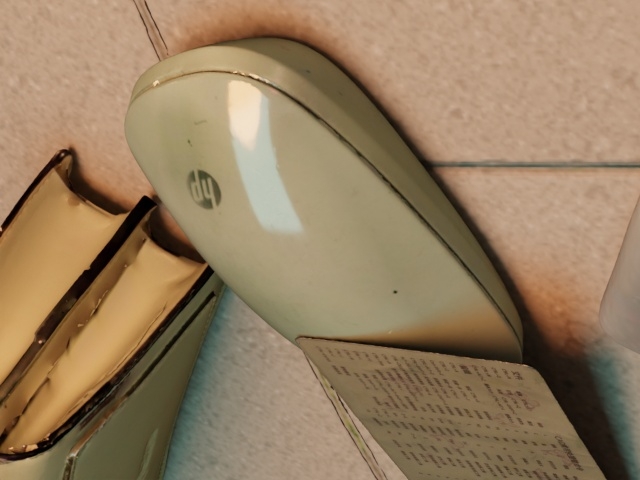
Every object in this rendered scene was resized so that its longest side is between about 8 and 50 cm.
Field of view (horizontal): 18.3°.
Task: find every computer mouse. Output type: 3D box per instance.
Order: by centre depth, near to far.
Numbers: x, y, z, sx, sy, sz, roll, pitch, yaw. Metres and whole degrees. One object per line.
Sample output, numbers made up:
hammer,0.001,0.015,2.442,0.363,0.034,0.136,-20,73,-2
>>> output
computer mouse,-0.003,0.003,1.175,0.159,0.097,0.288,-15,119,41

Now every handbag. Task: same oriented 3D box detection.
handbag,-0.205,0.140,1.346,0.160,0.236,0.358,28,141,6

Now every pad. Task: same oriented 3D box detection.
pad,0.101,0.134,1.235,0.160,0.009,0.265,6,151,30

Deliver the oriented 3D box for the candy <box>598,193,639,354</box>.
candy,0.240,0.036,1.051,0.174,0.071,0.138,26,141,13
